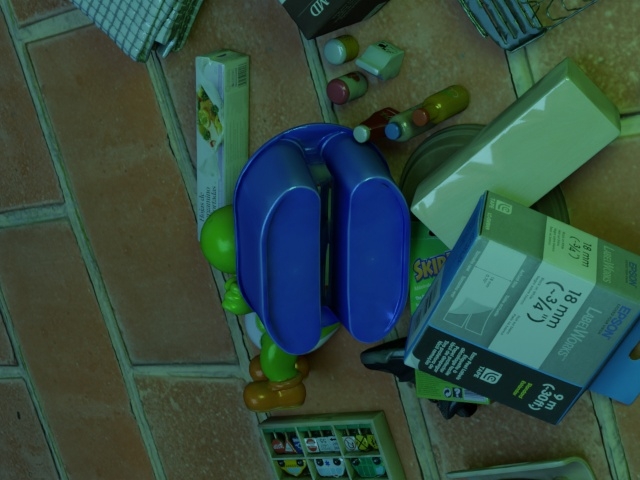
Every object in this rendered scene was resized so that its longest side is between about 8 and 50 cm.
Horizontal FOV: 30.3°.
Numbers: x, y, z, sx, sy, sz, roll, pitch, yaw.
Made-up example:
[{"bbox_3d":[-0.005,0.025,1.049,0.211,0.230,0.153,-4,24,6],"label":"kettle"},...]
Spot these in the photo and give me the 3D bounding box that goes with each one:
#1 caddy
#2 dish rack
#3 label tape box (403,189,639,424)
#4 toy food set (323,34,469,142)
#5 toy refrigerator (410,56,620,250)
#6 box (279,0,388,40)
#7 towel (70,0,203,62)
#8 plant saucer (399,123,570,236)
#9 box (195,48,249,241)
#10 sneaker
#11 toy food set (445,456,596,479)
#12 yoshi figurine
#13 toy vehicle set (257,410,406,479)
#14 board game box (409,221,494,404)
[{"bbox_3d":[0.000,0.000,1.722,0.179,0.241,0.341,-122,28,-58],"label":"caddy"},{"bbox_3d":[0.273,-0.358,1.435,0.271,0.074,0.208,-29,94,33],"label":"dish rack"},{"bbox_3d":[0.309,0.111,1.523,0.334,0.106,0.240,22,127,-4],"label":"label tape box"},{"bbox_3d":[0.080,-0.204,1.662,0.232,0.104,0.111,33,127,23],"label":"toy food set"},{"bbox_3d":[0.250,-0.105,1.527,0.102,0.094,0.269,43,117,-10],"label":"toy refrigerator"},{"bbox_3d":[0.019,-0.410,1.576,0.168,0.167,0.203,-39,84,42],"label":"box"},{"bbox_3d":[-0.273,-0.449,1.831,0.235,0.121,0.283,42,128,14],"label":"towel"},{"bbox_3d":[0.220,-0.027,1.675,0.278,0.041,0.278,18,120,33],"label":"plant saucer"},{"bbox_3d":[-0.159,-0.145,1.908,0.063,0.067,0.324,20,122,33],"label":"box"},{"bbox_3d":[0.162,0.210,1.795,0.227,0.087,0.130,-5,100,34],"label":"sneaker"},{"bbox_3d":[0.334,0.470,1.770,0.220,0.092,0.306,-18,97,42],"label":"toy food set"},{"bbox_3d":[-0.106,0.082,1.887,0.203,0.203,0.362,17,117,40],"label":"yoshi figurine"},{"bbox_3d":[0.021,0.378,2.018,0.267,0.035,0.166,-11,102,41],"label":"toy vehicle set"},{"bbox_3d":[0.186,0.100,1.682,0.124,0.039,0.259,0,100,39],"label":"board game box"}]
